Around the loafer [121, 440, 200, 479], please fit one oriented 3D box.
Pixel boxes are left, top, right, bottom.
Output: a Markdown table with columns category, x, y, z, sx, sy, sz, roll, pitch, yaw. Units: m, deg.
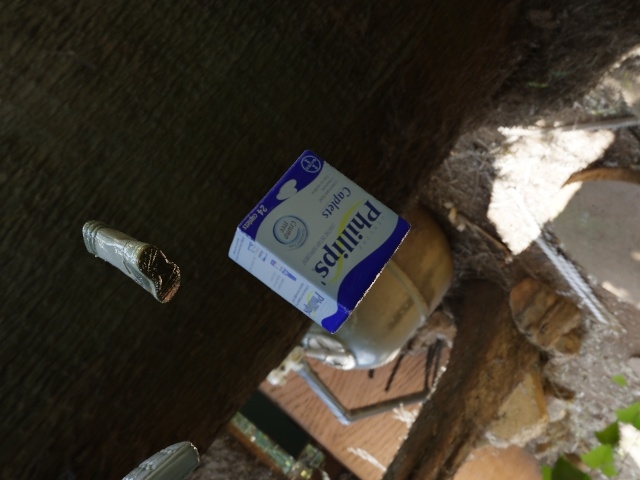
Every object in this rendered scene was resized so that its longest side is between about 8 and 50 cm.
| category | x | y | z | sx | sy | sz | roll | pitch | yaw |
| --- | --- | --- | --- | --- | --- | --- | --- | --- | --- |
| loafer | -0.299 | 0.444 | 0.960 | 0.111 | 0.319 | 0.112 | 51 | 149 | -6 |

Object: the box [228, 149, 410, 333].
| category | x | y | z | sx | sy | sz | roll | pitch | yaw |
| --- | --- | --- | --- | --- | --- | --- | --- | --- | --- |
| box | 0.000 | 0.000 | 0.644 | 0.137 | 0.126 | 0.072 | 36 | 151 | 3 |

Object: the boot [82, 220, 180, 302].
| category | x | y | z | sx | sy | sz | roll | pitch | yaw |
| --- | --- | --- | --- | --- | --- | --- | --- | --- | --- |
| boot | -0.390 | 0.043 | 1.314 | 0.165 | 0.077 | 0.213 | 23 | 157 | 18 |
